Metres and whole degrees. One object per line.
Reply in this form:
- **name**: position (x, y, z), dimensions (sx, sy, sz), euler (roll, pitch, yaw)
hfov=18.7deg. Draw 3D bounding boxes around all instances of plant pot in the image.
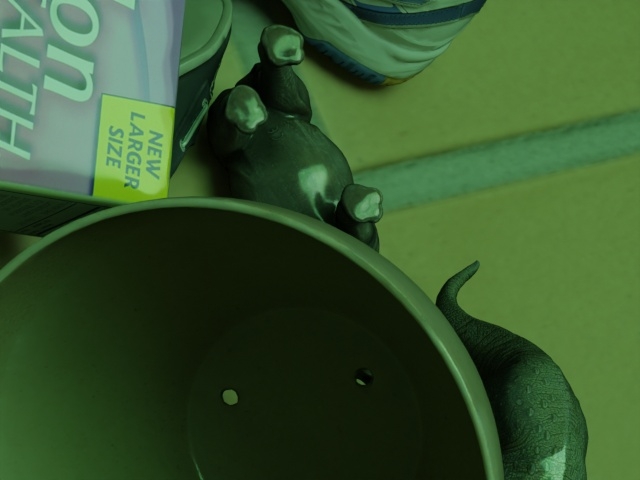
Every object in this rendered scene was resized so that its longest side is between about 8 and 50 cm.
- **plant pot**: position (-0.033, 0.110, 0.976), dimensions (0.284, 0.284, 0.191), euler (59, 17, 2)

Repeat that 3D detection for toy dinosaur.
- **toy dinosaur**: position (0.104, 0.144, 1.119), dimensions (0.121, 0.160, 0.313), euler (36, 50, -20)

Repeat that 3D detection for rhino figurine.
- **rhino figurine**: position (0.000, 0.000, 1.155), dimensions (0.073, 0.106, 0.243), euler (-22, 83, -14)

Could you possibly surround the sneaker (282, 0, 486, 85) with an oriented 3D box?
- **sneaker**: position (-0.017, -0.216, 1.225), dimensions (0.296, 0.131, 0.112), euler (25, 45, -29)

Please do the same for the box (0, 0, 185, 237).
- **box**: position (-0.197, -0.126, 0.964), dimensions (0.243, 0.117, 0.214), euler (10, 77, -26)

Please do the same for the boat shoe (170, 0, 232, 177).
- **boat shoe**: position (-0.104, -0.077, 1.149), dimensions (0.206, 0.075, 0.065), euler (-64, 155, -46)
